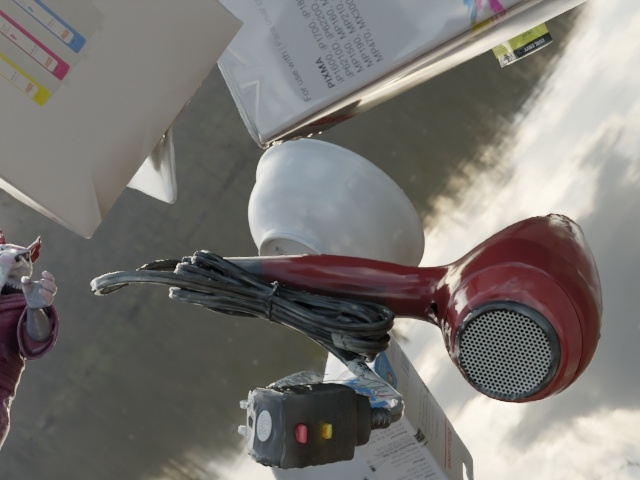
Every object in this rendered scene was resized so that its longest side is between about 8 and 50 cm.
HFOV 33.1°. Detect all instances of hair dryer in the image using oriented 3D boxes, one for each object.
[{"bbox_3d":[0.045,0.019,0.582,0.223,0.293,0.080,37,126,50],"label":"hair dryer"}]

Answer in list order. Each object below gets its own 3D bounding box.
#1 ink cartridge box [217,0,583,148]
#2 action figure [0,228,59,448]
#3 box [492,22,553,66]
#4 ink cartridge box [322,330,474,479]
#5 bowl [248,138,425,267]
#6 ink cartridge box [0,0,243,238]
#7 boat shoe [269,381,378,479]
[{"bbox_3d":[0.088,-0.189,0.713,0.306,0.131,0.226,-25,2,14],"label":"ink cartridge box"},{"bbox_3d":[-0.381,0.160,1.226,0.276,0.248,0.370,64,-143,-54],"label":"action figure"},{"bbox_3d":[0.219,-0.347,1.412,0.058,0.232,0.087,-28,3,-3],"label":"box"},{"bbox_3d":[0.075,0.176,1.008,0.060,0.180,0.104,-28,16,17],"label":"ink cartridge box"},{"bbox_3d":[0.000,0.000,1.636,0.134,0.298,0.298,-55,7,-34],"label":"bowl"},{"bbox_3d":[-0.105,-0.072,0.355,0.090,0.143,0.092,-56,33,-8],"label":"ink cartridge box"},{"bbox_3d":[0.071,0.286,1.129,0.127,0.158,0.340,-43,39,-6],"label":"boat shoe"}]
